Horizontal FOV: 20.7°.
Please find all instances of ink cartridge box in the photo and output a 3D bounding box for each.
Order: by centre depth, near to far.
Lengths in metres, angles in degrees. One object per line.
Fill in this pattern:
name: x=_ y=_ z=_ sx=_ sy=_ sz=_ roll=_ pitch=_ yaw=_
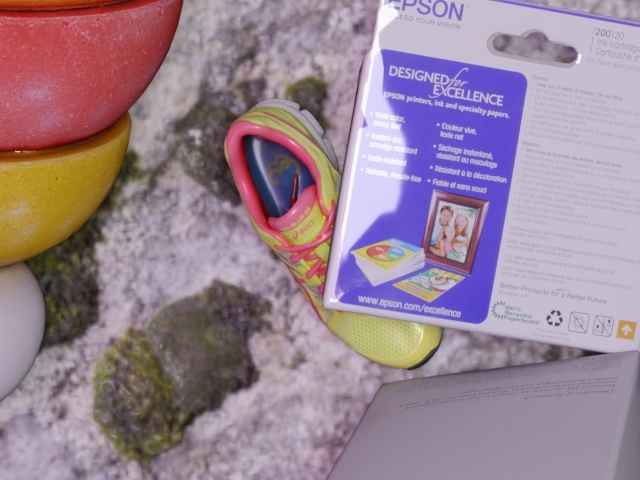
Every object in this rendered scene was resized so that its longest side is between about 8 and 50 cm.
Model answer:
ink cartridge box: x=0.117 y=-0.044 z=1.092 sx=0.206 sy=0.045 sz=0.208 roll=10 pitch=95 yaw=-8

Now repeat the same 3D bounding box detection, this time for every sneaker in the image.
sneaker: x=0.000 y=0.000 z=1.140 sx=0.081 sy=0.094 sz=0.208 roll=-40 pitch=82 yaw=13

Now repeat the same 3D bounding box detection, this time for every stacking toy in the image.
stacking toy: x=-0.224 y=-0.101 z=1.130 sx=0.350 sy=0.350 sz=0.480 roll=12 pitch=111 yaw=16

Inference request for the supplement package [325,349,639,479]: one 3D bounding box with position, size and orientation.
supplement package: x=0.100 y=0.200 z=0.996 sx=0.175 sy=0.293 sz=0.177 roll=-8 pitch=104 yaw=17
